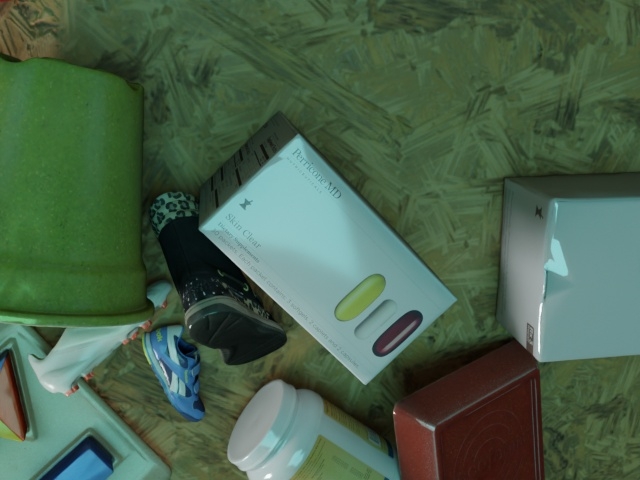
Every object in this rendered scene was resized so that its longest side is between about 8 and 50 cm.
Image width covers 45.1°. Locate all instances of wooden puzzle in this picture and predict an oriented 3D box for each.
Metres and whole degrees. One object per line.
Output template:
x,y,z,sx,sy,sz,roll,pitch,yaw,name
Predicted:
-0.407,0.304,0.962,0.322,0.080,0.348,-42,110,-11,wooden puzzle

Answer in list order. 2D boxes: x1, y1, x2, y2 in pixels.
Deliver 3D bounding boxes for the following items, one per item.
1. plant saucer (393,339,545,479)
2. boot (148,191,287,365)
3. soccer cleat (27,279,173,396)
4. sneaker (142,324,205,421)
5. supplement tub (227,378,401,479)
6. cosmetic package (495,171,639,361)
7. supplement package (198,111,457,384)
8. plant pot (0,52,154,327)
0.221,0.293,1.052,0.258,0.047,0.259,-19,110,-32,plant saucer
-0.124,0.051,0.953,0.085,0.236,0.178,-27,67,4,boot
-0.270,0.107,0.954,0.196,0.068,0.076,-42,91,-13,soccer cleat
-0.179,0.174,1.010,0.059,0.053,0.144,-25,110,-3,sneaker
-0.008,0.287,1.022,0.199,0.144,0.144,37,98,-17,supplement tub
0.439,0.024,1.010,0.385,0.156,0.217,0,106,-8,cosmetic package
0.000,0.000,0.905,0.145,0.204,0.262,-44,107,5,supplement package
-0.298,-0.061,0.829,0.276,0.276,0.254,9,94,-12,plant pot
